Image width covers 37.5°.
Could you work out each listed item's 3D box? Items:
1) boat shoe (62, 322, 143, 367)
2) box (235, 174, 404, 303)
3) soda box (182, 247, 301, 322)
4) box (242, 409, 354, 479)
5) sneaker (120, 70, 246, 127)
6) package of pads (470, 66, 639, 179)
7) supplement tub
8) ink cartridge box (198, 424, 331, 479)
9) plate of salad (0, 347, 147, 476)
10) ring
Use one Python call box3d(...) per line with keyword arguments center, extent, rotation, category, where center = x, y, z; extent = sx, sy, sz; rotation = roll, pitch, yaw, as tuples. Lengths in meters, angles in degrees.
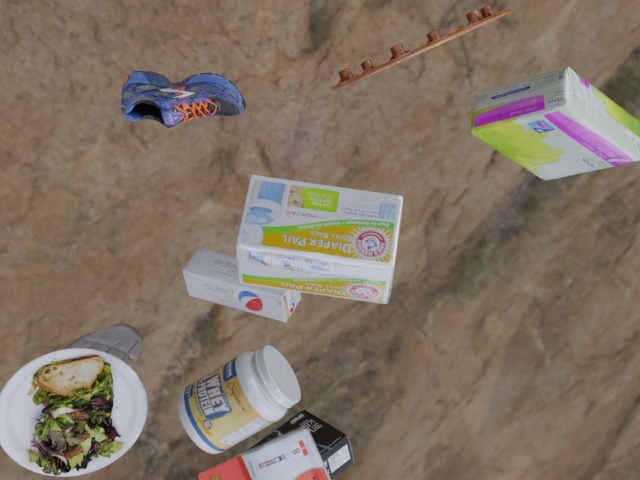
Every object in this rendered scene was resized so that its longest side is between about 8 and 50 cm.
box3d(center=(-0.493, 0.265, 1.865), extent=(0.324, 0.116, 0.123), rotation=(-35, 105, 1), category="boat shoe")
box3d(center=(0.000, 0.000, 1.230), extent=(0.203, 0.114, 0.103), rotation=(7, 150, 2), category="box")
box3d(center=(-0.149, 0.084, 1.789), extent=(0.074, 0.216, 0.069), rotation=(83, 29, -43), category="soda box")
box3d(center=(-0.047, 0.453, 1.962), extent=(0.180, 0.147, 0.077), rotation=(-31, 123, -30), category="box")
box3d(center=(-0.233, -0.225, 1.582), extent=(0.221, 0.087, 0.083), rotation=(2, 145, 11), category="sneaker")
box3d(center=(0.461, -0.219, 1.854), extent=(0.296, 0.229, 0.101), rotation=(23, 66, -40), category="package of pads")
box3d(center=(-0.153, 0.298, 1.783), extent=(0.200, 0.144, 0.144), rotation=(-32, 144, 14), category="supplement tub")
box3d(center=(-0.073, 0.375, 1.399), extent=(0.179, 0.145, 0.045), rotation=(-24, 180, -7), category="ink cartridge box")
box3d(center=(-0.328, 0.236, 1.254), extent=(0.200, 0.048, 0.199), rotation=(-8, 115, -17), category="plate of salad")
box3d(center=(0.170, -0.340, 1.645), extent=(0.337, 0.336, 0.032), rotation=(-27, 98, -19), category="ring")
